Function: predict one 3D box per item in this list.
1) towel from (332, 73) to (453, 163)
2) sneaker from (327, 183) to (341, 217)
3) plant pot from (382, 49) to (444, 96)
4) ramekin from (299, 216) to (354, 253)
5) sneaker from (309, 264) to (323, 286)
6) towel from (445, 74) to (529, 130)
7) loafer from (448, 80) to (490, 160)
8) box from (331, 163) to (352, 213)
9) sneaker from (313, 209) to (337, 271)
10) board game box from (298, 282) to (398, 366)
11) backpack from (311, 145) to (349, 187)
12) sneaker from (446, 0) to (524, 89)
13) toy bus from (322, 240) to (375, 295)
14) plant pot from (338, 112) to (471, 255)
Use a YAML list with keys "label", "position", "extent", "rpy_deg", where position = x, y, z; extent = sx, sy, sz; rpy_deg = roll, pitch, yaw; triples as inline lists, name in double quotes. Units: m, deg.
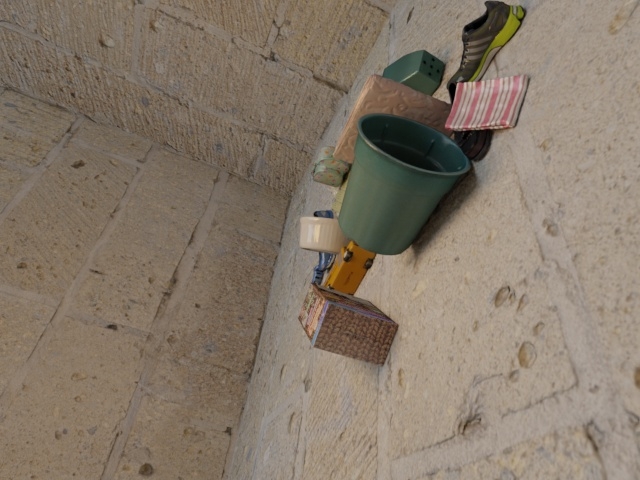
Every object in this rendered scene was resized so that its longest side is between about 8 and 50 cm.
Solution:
- label: "towel"
  position: [0.246, -0.355, 1.452]
  extent: [0.317, 0.332, 0.053]
  rpy_deg: [122, 156, -44]
- label: "sneaker"
  position: [0.091, -0.241, 2.298]
  extent: [0.114, 0.152, 0.305]
  rpy_deg: [127, 158, -48]
- label: "plant pot"
  position: [0.368, -0.638, 1.767]
  extent: [0.234, 0.166, 0.165]
  rpy_deg: [-16, 54, 64]
- label: "ramekin"
  position: [0.035, -0.014, 1.945]
  extent: [0.277, 0.277, 0.135]
  rpy_deg: [173, 107, -75]
- label: "sneaker"
  position: [-0.016, 0.198, 2.305]
  extent: [0.059, 0.053, 0.144]
  rpy_deg: [-108, 31, -70]
- label: "towel"
  position: [0.436, -0.364, 1.174]
  extent: [0.197, 0.029, 0.144]
  rpy_deg: [11, 81, 46]
- label: "loafer"
  position: [0.415, -0.353, 1.282]
  extent: [0.109, 0.095, 0.302]
  rpy_deg: [128, 158, -49]
- label: "box"
  position: [0.164, -0.230, 2.065]
  extent: [0.213, 0.117, 0.242]
  rpy_deg: [-134, 64, -76]
- label: "sneaker"
  position: [0.000, 0.000, 2.268]
  extent: [0.130, 0.147, 0.329]
  rpy_deg: [139, 135, -66]
- label: "board game box"
  position: [0.077, 0.263, 1.438]
  extent: [0.291, 0.232, 0.141]
  rpy_deg: [-150, 79, -77]
- label: "backpack"
  position: [0.050, -0.347, 2.069]
  extent: [0.188, 0.166, 0.144]
  rpy_deg: [123, 160, -56]
- label: "sneaker"
  position: [0.471, -0.594, 1.354]
  extent: [0.111, 0.121, 0.300]
  rpy_deg: [-83, 18, -45]
- label: "toy bus"
  position: [0.100, 0.144, 1.795]
  extent: [0.130, 0.108, 0.332]
  rpy_deg: [-93, 26, -63]
- label: "plant pot"
  position: [0.221, -0.157, 1.346]
  extent: [0.341, 0.341, 0.334]
  rpy_deg: [-87, 13, -51]
